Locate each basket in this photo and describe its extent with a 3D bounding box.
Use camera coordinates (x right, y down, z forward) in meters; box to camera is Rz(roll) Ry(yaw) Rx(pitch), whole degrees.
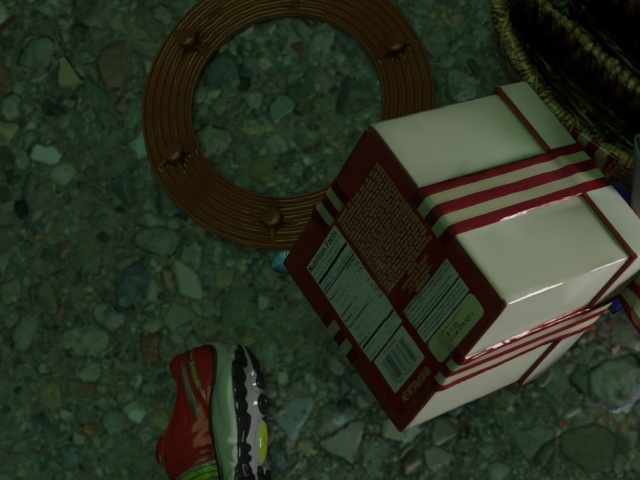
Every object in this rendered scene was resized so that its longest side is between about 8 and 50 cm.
[{"bbox_3d":[0.318,-0.201,1.420,0.213,0.223,0.299,-43,78,-2],"label":"basket"}]

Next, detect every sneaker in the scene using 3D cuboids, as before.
[{"bbox_3d":[-0.120,0.249,1.469,0.118,0.107,0.279,-6,75,25],"label":"sneaker"}]

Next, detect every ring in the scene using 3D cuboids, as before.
[{"bbox_3d":[-0.040,-0.155,1.543,0.336,0.032,0.337,-2,74,8],"label":"ring"}]

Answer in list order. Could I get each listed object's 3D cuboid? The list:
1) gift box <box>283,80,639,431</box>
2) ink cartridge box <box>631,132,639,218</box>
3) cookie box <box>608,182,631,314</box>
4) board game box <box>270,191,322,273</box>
[{"bbox_3d":[0.160,0.031,1.353,0.258,0.255,0.276,-18,68,-39],"label":"gift box"},{"bbox_3d":[0.452,-0.021,1.384,0.275,0.239,0.060,-8,47,2],"label":"ink cartridge box"},{"bbox_3d":[0.315,0.010,1.472,0.092,0.040,0.107,-38,77,-1],"label":"cookie box"},{"bbox_3d":[0.000,0.000,1.525,0.090,0.020,0.090,14,82,11],"label":"board game box"}]
